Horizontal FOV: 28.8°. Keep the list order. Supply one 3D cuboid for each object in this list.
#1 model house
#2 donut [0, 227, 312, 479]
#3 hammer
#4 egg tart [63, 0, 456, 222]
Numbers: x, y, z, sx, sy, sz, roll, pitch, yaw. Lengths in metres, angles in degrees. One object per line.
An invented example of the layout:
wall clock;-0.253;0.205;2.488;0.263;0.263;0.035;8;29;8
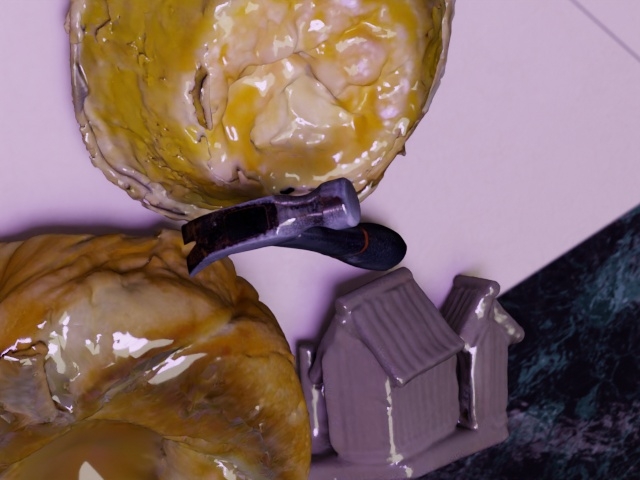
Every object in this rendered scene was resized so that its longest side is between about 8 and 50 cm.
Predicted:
model house;0.073;0.112;1.063;0.229;0.122;0.188;-14;114;-36
donut;-0.170;0.156;0.927;0.360;0.170;0.360;-10;124;-16
hammer;0.000;0.000;0.912;0.137;0.037;0.290;-12;172;18
egg tart;-0.020;-0.124;0.857;0.315;0.120;0.315;-14;126;-20
